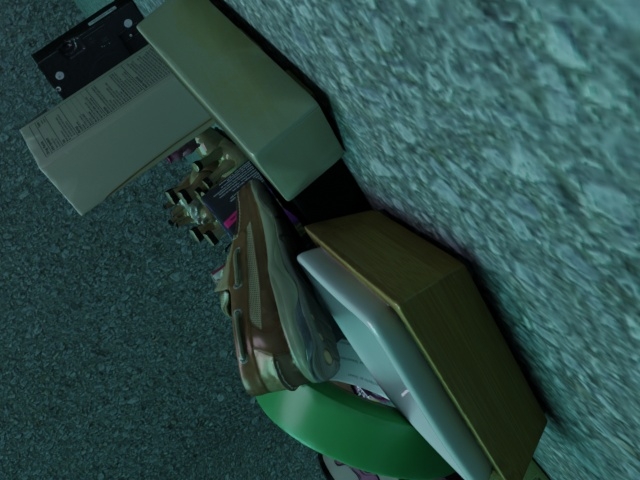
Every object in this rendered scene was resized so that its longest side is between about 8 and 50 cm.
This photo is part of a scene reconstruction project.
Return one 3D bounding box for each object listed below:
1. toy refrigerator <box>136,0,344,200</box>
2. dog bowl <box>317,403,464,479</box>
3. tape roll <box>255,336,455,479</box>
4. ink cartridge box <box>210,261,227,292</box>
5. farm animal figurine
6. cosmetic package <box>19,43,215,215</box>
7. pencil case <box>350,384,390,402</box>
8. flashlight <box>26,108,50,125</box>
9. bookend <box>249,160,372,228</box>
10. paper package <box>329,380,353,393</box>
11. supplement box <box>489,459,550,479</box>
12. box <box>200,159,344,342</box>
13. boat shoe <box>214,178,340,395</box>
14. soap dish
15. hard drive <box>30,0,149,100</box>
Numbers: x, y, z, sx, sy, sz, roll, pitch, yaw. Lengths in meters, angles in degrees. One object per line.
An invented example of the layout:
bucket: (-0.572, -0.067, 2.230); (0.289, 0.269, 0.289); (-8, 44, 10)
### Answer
toy refrigerator: (-0.092, -0.177, 0.796); (0.269, 0.094, 0.102); (49, 178, 32)
dog bowl: (0.202, 0.486, 1.390); (0.408, 0.150, 0.408); (34, -176, -3)
tape roll: (0.066, 0.222, 1.012); (0.321, 0.077, 0.321); (18, -169, -4)
ink cartridge box: (-0.175, 0.124, 2.070); (0.131, 0.226, 0.306); (51, 171, 16)
farm animal figurine: (-0.210, -0.134, 1.371); (0.330, 0.172, 0.326); (27, 147, 42)
cosmetic package: (-0.307, -0.198, 1.126); (0.160, 0.309, 0.113); (45, 169, 45)
pencil case: (0.120, 0.288, 1.492); (0.124, 0.124, 0.284); (51, 173, 9)
flashlight: (-0.363, -0.250, 1.233); (0.103, 0.304, 0.103); (49, 171, 28)
bookend: (-0.002, -0.049, 0.889); (0.157, 0.072, 0.156); (55, 173, -22)
paper package: (-0.047, 0.295, 1.712); (0.325, 0.168, 0.309); (105, 143, -82)
supplement box: (0.269, 0.341, 0.994); (0.083, 0.083, 0.056); (50, 173, 10)
box: (-0.036, 0.004, 1.051); (0.270, 0.143, 0.165); (45, 171, 40)
boat shoe: (-0.074, 0.045, 0.840); (0.123, 0.116, 0.324); (57, -170, -40)
soap dish: (0.112, 0.111, 0.767); (0.291, 0.118, 0.229); (57, 171, -28)
hard drive: (-0.430, -0.329, 1.530); (0.064, 0.237, 0.339); (46, 170, 43)
